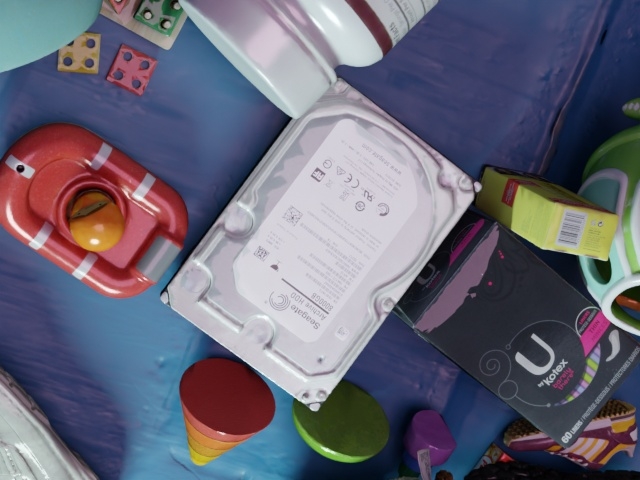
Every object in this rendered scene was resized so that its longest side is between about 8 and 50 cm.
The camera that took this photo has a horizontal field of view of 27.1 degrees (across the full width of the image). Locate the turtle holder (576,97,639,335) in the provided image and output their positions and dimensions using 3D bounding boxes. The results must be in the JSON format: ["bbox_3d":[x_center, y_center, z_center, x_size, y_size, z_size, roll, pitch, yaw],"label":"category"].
[{"bbox_3d":[0.437,-0.019,1.557,0.243,0.320,0.227,35,58,-23],"label":"turtle holder"}]

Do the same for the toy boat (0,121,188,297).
[{"bbox_3d":[-0.256,-0.029,1.487,0.231,0.151,0.151,35,91,-19],"label":"toy boat"}]

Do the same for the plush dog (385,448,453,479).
[{"bbox_3d":[0.041,0.367,1.634,0.225,0.211,0.262,-8,126,23],"label":"plush dog"}]

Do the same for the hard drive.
[{"bbox_3d":[0.000,0.000,1.578,0.237,0.064,0.339,37,90,-6],"label":"hard drive"}]

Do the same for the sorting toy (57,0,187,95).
[{"bbox_3d":[-0.201,-0.295,1.500,0.132,0.046,0.274,28,94,-18],"label":"sorting toy"}]

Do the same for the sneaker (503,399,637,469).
[{"bbox_3d":[0.332,0.269,1.747,0.185,0.069,0.084,-9,103,-10],"label":"sneaker"}]

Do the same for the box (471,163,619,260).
[{"bbox_3d":[0.262,-0.036,1.576,0.087,0.232,0.058,11,102,-15],"label":"box"}]

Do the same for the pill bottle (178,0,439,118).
[{"bbox_3d":[0.047,-0.335,1.462,0.392,0.224,0.224,-45,108,-1],"label":"pill bottle"}]

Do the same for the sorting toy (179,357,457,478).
[{"bbox_3d":[-0.016,0.252,1.654,0.365,0.127,0.126,12,128,-19],"label":"sorting toy"}]

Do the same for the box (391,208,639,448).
[{"bbox_3d":[0.237,0.104,1.647,0.270,0.143,0.165,38,90,-18],"label":"box"}]

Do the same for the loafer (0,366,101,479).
[{"bbox_3d":[-0.355,0.249,1.544,0.111,0.112,0.319,-39,109,-12],"label":"loafer"}]

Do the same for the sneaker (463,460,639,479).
[{"bbox_3d":[0.309,0.365,1.697,0.283,0.107,0.124,7,109,-13],"label":"sneaker"}]

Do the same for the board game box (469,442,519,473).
[{"bbox_3d":[0.229,0.387,1.757,0.146,0.045,0.193,36,91,-19],"label":"board game box"}]

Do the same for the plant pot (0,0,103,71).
[{"bbox_3d":[-0.349,-0.307,1.343,0.293,0.293,0.235,-23,120,-9],"label":"plant pot"}]
